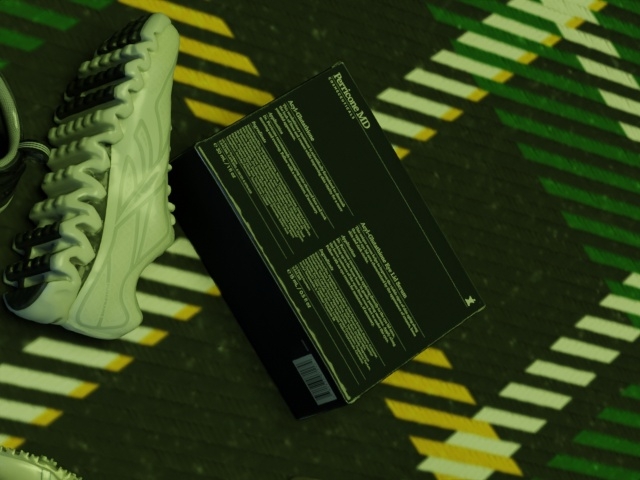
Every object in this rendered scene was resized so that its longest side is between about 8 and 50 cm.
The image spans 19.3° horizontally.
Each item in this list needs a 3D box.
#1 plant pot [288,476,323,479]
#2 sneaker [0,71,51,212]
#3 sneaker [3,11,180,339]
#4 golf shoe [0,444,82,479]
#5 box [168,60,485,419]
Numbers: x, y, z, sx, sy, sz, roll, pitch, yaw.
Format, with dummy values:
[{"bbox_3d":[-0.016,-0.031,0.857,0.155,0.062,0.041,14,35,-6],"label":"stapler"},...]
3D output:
[{"bbox_3d":[-0.004,0.268,1.608,0.109,0.096,0.109,-38,96,-34],"label":"plant pot"},{"bbox_3d":[-0.340,-0.110,1.478,0.268,0.153,0.101,26,63,-23],"label":"sneaker"},{"bbox_3d":[-0.173,-0.054,1.604,0.118,0.110,0.292,27,71,-31],"label":"sneaker"},{"bbox_3d":[-0.215,0.231,1.510,0.176,0.069,0.086,37,66,-16],"label":"golf shoe"},{"bbox_3d":[0.000,0.000,1.687,0.184,0.103,0.261,-32,93,-31],"label":"box"}]
